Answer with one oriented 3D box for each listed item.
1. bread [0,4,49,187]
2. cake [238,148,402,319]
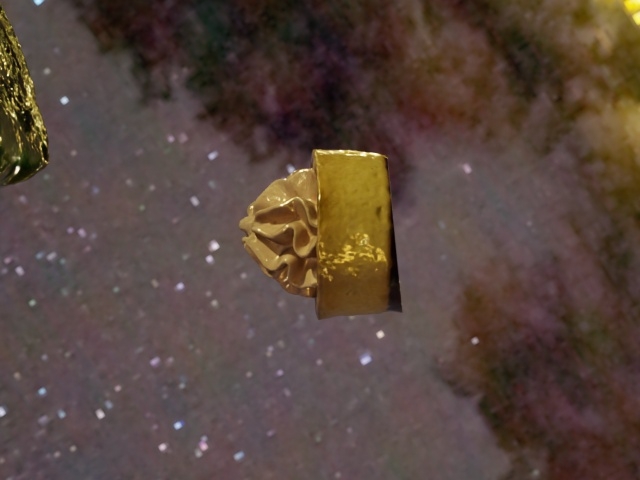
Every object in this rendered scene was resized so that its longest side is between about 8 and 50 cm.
[{"bbox_3d":[-0.487,-0.245,1.658,0.366,0.129,0.382,-99,-15,-69],"label":"bread"},{"bbox_3d":[0.000,0.000,1.440,0.185,0.178,0.207,-93,-7,-46],"label":"cake"}]
